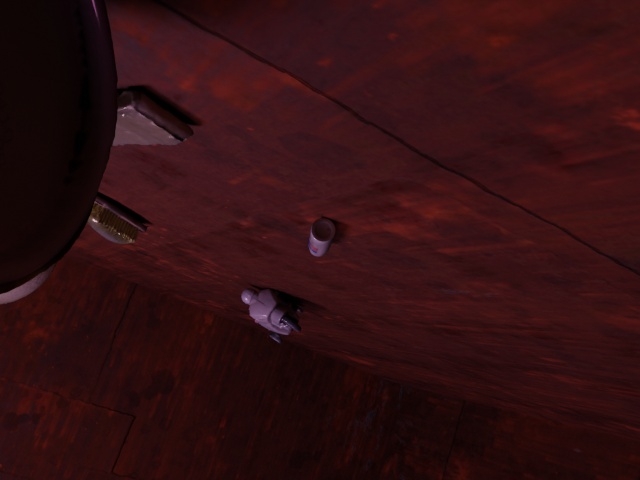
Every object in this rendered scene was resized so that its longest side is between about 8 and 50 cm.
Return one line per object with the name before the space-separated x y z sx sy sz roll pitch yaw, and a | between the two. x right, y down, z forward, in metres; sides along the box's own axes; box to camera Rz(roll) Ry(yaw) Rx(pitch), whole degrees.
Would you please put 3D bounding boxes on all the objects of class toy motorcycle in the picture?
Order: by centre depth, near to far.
toy motorcycle | -0.134 0.182 1.736 0.171 0.110 0.260 38 170 -10

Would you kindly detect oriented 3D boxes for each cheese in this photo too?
cheese | -0.305 -0.140 0.798 0.400 0.034 0.085 8 162 41

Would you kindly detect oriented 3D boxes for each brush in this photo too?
brush | -0.434 -0.064 1.231 0.072 0.067 0.313 14 164 25

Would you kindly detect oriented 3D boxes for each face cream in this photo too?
face cream | 0.000 0.000 0.937 0.034 0.034 0.130 19 168 1

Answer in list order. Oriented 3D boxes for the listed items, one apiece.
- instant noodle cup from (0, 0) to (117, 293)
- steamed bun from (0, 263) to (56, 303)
instant noodle cup | -0.300 -0.100 0.409 0.254 0.326 0.325 8 165 10
steamed bun | -0.657 -0.004 1.285 0.282 0.283 0.177 23 -177 -16
